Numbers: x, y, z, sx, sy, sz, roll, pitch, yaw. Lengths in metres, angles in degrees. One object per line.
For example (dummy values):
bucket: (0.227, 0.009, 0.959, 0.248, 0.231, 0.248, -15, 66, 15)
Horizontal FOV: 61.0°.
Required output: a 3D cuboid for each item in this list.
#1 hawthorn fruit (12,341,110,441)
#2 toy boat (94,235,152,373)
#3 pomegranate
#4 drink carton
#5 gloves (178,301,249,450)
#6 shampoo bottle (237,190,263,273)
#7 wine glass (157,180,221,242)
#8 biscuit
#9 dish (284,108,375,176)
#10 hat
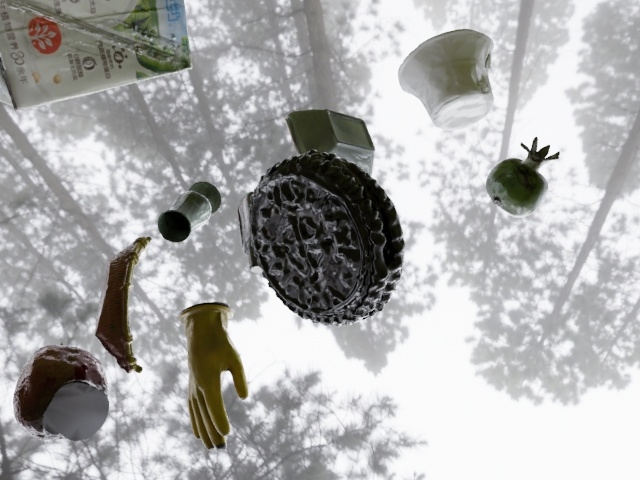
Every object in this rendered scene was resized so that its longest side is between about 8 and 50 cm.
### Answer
hawthorn fruit: (-0.546, 0.300, 1.142, 0.190, 0.189, 0.251, -25, -130, -8)
toy boat: (-0.417, 0.124, 1.154, 0.099, 0.141, 0.317, 13, -125, -29)
pomegranate: (0.503, -0.154, 1.345, 0.131, 0.191, 0.152, -14, -124, -48)
drink carton: (-0.372, -0.340, 0.845, 0.132, 0.194, 0.325, 25, -141, 32)
gloves: (-0.227, 0.286, 1.128, 0.116, 0.133, 0.294, 4, -122, -27)
shampoo bottle: (-0.130, -0.012, 1.049, 0.040, 0.080, 0.165, 10, -128, -29)
wine glass: (-0.344, -0.077, 1.436, 0.103, 0.103, 0.231, -1, -158, 10)
biscuit: (0.000, 0.000, 0.570, 0.194, 0.194, 0.053, 33, -144, 29)
dish: (0.030, -0.225, 1.182, 0.234, 0.064, 0.154, 3, -120, -41)
hat: (0.258, -0.295, 1.054, 0.203, 0.203, 0.126, -11, -114, 2)
